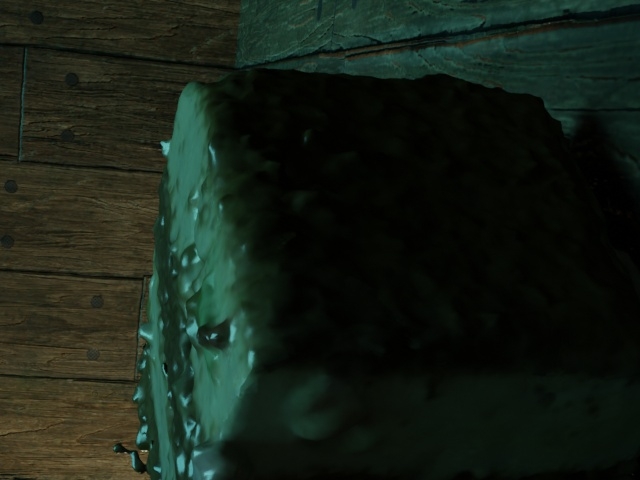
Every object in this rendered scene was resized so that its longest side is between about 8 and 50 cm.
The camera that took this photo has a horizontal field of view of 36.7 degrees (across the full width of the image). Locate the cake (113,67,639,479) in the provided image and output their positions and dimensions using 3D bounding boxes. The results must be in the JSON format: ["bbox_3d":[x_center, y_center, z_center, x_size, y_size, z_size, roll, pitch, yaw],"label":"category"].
[{"bbox_3d":[0.033,0.075,0.592,0.290,0.281,0.256,112,153,-42],"label":"cake"}]
